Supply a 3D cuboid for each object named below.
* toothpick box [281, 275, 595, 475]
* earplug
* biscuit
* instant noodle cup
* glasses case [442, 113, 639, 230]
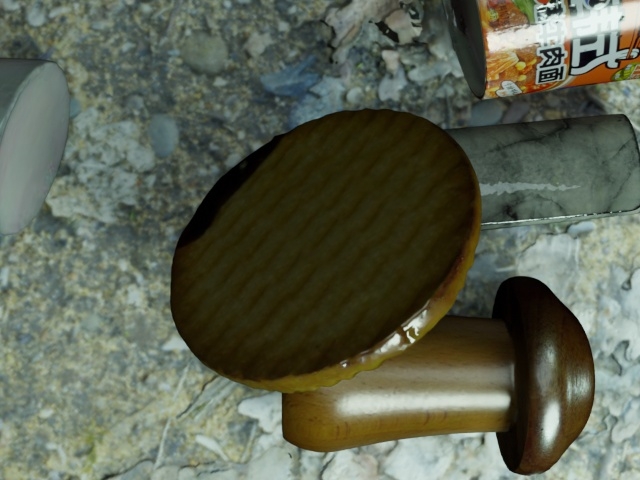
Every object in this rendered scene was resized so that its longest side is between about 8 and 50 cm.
[{"bbox_3d":[0.111,0.128,0.910,0.294,0.192,0.192,1,84,1],"label":"toothpick box"},{"bbox_3d":[-0.415,-0.129,0.903,0.301,0.172,0.172,17,82,3],"label":"earplug"},{"bbox_3d":[0.000,0.000,0.882,0.318,0.040,0.318,-17,48,19],"label":"biscuit"},{"bbox_3d":[0.231,-0.257,0.942,0.192,0.250,0.250,-14,85,2],"label":"instant noodle cup"},{"bbox_3d":[0.188,-0.068,0.996,0.299,0.060,0.114,-6,79,-7],"label":"glasses case"}]
